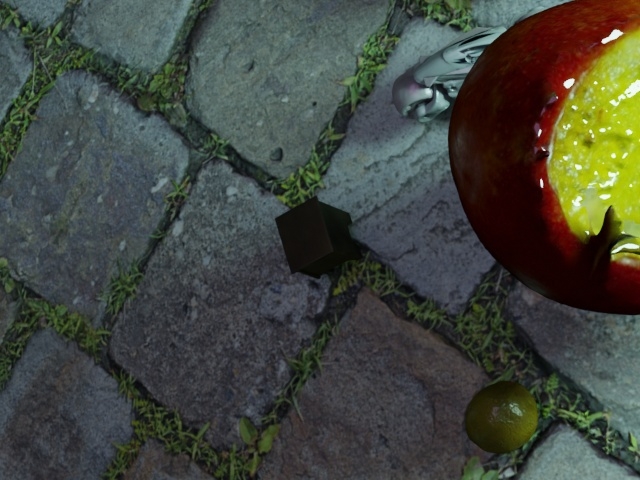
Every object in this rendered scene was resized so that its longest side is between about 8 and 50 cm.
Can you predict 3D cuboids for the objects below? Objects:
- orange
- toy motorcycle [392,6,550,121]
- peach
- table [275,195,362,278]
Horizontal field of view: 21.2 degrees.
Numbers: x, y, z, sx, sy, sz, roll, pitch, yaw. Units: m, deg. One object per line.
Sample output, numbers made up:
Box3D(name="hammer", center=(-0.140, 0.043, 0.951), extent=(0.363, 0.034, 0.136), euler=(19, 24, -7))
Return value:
Box3D(name="orange", center=(0.217, 0.215, 2.073), extent=(0.095, 0.085, 0.085), euler=(-34, 61, 31))
Box3D(name="toy motorcycle", center=(0.198, -0.227, 2.180), extent=(0.254, 0.112, 0.112), euler=(-25, 66, 26))
Box3D(name="peach", center=(0.320, -0.088, 1.820), extent=(0.310, 0.405, 0.335), euler=(-3, 91, 61))
Box3D(name="table", center=(0.000, 0.000, 2.271), extent=(0.070, 0.082, 0.083), euler=(-29, 64, 25))
